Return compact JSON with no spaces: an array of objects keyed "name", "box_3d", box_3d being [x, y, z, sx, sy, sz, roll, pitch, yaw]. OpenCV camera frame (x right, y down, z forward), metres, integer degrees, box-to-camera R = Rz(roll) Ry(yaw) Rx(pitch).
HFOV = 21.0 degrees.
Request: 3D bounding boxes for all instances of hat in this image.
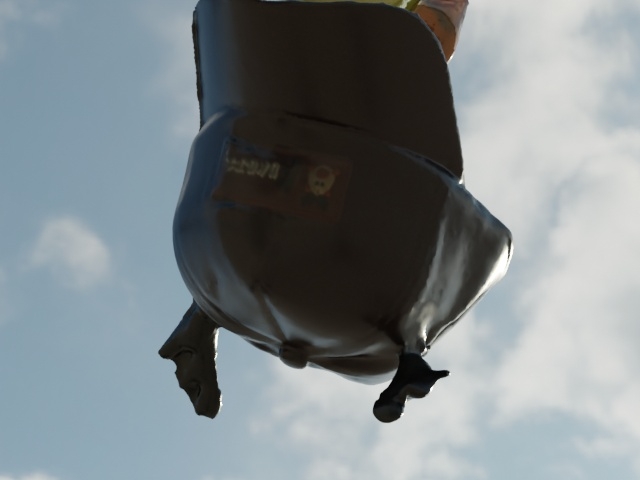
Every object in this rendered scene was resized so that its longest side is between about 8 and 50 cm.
[{"name":"hat","box_3d":[-0.014,0.004,1.158,0.238,0.209,0.336,7,-37,24]}]

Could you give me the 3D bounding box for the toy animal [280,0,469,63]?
[{"name":"toy animal","box_3d":[0.006,-0.288,1.545,0.338,0.216,0.191,19,-15,-27]}]
